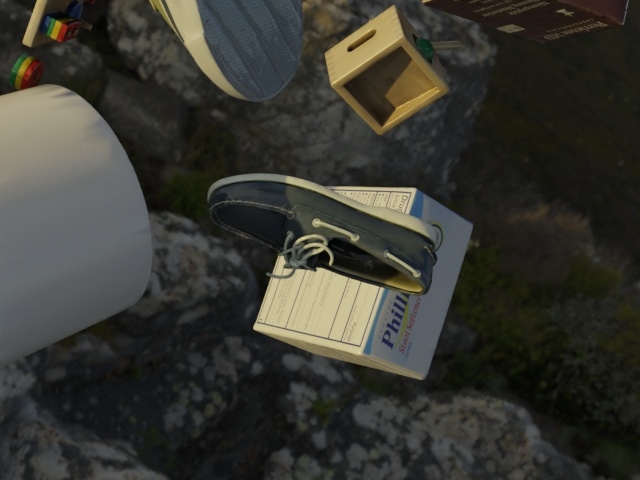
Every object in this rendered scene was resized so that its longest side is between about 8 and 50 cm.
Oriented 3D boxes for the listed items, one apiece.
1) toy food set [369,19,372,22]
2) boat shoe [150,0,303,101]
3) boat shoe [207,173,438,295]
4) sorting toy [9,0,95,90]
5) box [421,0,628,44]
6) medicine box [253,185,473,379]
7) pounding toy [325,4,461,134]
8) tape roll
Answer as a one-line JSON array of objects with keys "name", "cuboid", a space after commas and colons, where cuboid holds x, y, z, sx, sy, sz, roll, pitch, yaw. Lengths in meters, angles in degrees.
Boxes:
[{"name": "toy food set", "cuboid": [0.120, -0.345, 1.552, 0.078, 0.019, 0.122, 8, 23, -3]}, {"name": "boat shoe", "cuboid": [-0.102, -0.228, 0.670, 0.094, 0.302, 0.109, 25, 65, 37]}, {"name": "boat shoe", "cuboid": [0.000, 0.000, 0.982, 0.254, 0.095, 0.079, 17, 59, -11]}, {"name": "sorting toy", "cuboid": [-0.306, -0.315, 1.170, 0.046, 0.274, 0.132, 26, 20, -2]}, {"name": "box", "cuboid": [0.264, -0.363, 1.164, 0.203, 0.168, 0.167, 12, 87, -24]}, {"name": "medicine box", "cuboid": [0.064, 0.060, 1.490, 0.149, 0.289, 0.263, 27, 77, -37]}, {"name": "pounding toy", "cuboid": [0.101, -0.227, 1.188, 0.130, 0.141, 0.100, 40, 28, -39]}, {"name": "tape roll", "cuboid": [-0.302, -0.013, 0.888, 0.169, 0.246, 0.246, -25, 68, -41]}]
